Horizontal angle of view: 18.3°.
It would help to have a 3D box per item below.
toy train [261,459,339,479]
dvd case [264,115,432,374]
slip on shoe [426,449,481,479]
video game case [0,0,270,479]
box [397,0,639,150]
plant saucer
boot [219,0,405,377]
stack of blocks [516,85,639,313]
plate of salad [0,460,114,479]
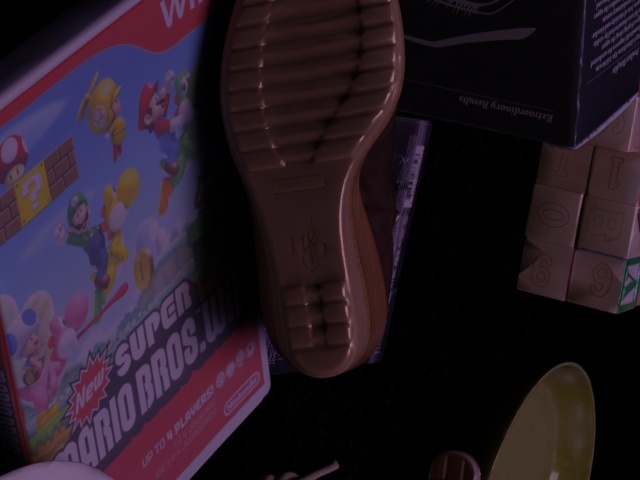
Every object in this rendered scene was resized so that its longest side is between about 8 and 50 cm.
[{"bbox_3d":[-0.063,0.226,1.126,0.248,0.105,0.143,-23,133,-58],"label":"toy train"},{"bbox_3d":[0.000,0.000,1.212,0.221,0.018,0.164,0,104,-63],"label":"dvd case"},{"bbox_3d":[0.089,0.222,1.465,0.041,0.051,0.135,27,73,-75],"label":"slip on shoe"},{"bbox_3d":[-0.096,0.016,0.970,0.204,0.025,0.285,-46,141,-44],"label":"video game case"},{"bbox_3d":[0.111,-0.177,1.190,0.108,0.153,0.207,-37,136,-51],"label":"box"},{"bbox_3d":[0.157,0.210,1.597,0.241,0.037,0.241,-37,134,-50],"label":"plant saucer"},{"bbox_3d":[-0.001,-0.058,1.060,0.207,0.090,0.248,-79,169,-79],"label":"boot"},{"bbox_3d":[0.230,-0.099,1.525,0.171,0.087,0.297,-10,112,-61],"label":"stack of blocks"},{"bbox_3d":[-0.150,0.189,0.885,0.200,0.048,0.199,-30,130,-44],"label":"plate of salad"}]
